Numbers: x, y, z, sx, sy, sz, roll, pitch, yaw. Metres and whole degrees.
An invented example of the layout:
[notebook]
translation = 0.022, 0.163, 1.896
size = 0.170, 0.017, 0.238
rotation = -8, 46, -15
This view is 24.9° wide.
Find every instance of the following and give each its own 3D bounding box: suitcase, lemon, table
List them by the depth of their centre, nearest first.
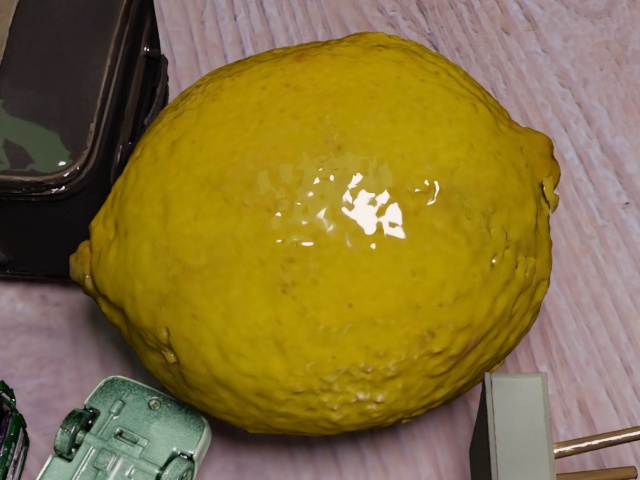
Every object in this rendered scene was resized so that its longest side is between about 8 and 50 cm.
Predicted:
[table]
translation = 0.156, 0.215, 0.894
size = 0.111, 0.121, 0.240
rotation = 0, 58, 1
[lemon]
translation = 0.000, 0.000, 0.951
size = 0.322, 0.268, 0.268
rotation = -10, 57, 11
[suitcase]
translation = -0.329, -0.126, 1.079
size = 0.434, 0.194, 0.283
rotation = 6, 57, 3

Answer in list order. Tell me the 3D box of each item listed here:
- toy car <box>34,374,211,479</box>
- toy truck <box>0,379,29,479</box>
[toy car]
translation = -0.154, 0.199, 0.937
size = 0.090, 0.076, 0.224
rotation = 24, 69, 14
[toy truck]
translation = -0.331, 0.124, 0.960
size = 0.259, 0.121, 0.088
rotation = 7, 59, 5
